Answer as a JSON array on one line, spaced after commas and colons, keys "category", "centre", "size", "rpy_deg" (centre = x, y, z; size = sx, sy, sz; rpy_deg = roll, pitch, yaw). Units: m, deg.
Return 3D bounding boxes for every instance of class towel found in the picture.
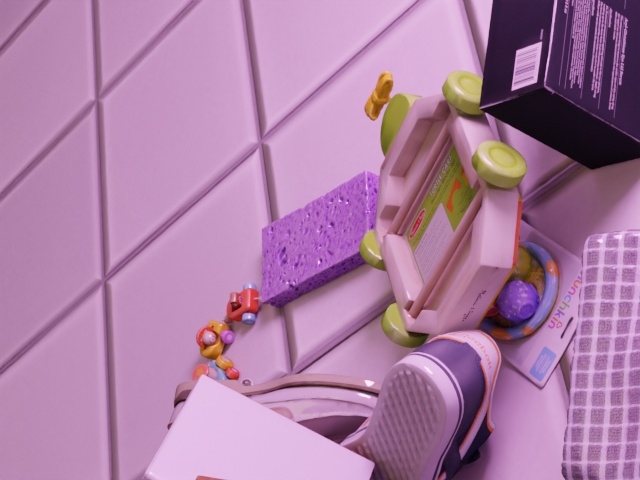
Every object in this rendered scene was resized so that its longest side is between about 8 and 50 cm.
[{"category": "towel", "centre": [0.342, 0.111, 1.284], "size": [0.235, 0.121, 0.283], "rpy_deg": [-14, 60, 47]}]

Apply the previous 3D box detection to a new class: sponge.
[{"category": "sponge", "centre": [0.000, 0.000, 1.859], "size": [0.210, 0.031, 0.117], "rpy_deg": [-29, 50, 41]}]

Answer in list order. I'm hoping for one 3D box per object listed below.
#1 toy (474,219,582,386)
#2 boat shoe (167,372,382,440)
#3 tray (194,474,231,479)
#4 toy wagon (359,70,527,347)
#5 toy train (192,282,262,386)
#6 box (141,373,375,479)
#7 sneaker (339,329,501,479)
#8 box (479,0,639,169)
[{"category": "toy", "centre": [0.193, 0.043, 1.567], "size": [0.137, 0.056, 0.237], "rpy_deg": [-61, 36, 9]}, {"category": "boat shoe", "centre": [-0.044, 0.224, 1.682], "size": [0.302, 0.113, 0.103], "rpy_deg": [-8, 58, 30]}, {"category": "tray", "centre": [-0.042, 0.435, 1.387], "size": [0.076, 0.203, 0.411], "rpy_deg": [-67, -15, -68]}, {"category": "toy wagon", "centre": [0.125, -0.060, 1.585], "size": [0.344, 0.068, 0.267], "rpy_deg": [-105, 32, -43]}, {"category": "toy train", "centre": [-0.130, 0.140, 1.934], "size": [0.125, 0.046, 0.166], "rpy_deg": [-25, 52, 43]}, {"category": "box", "centre": [-0.118, 0.351, 1.539], "size": [0.345, 0.215, 0.168], "rpy_deg": [-62, 1, 38]}, {"category": "sneaker", "centre": [0.105, 0.219, 1.539], "size": [0.126, 0.127, 0.321], "rpy_deg": [47, 139, 17]}, {"category": "box", "centre": [0.277, -0.232, 1.505], "size": [0.103, 0.184, 0.261], "rpy_deg": [-16, 59, 51]}]
